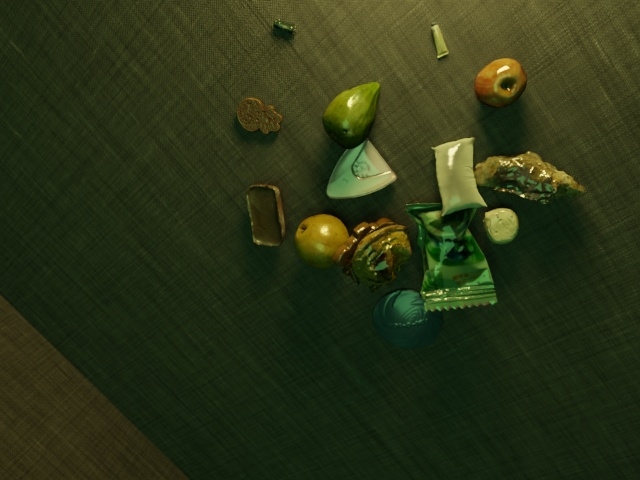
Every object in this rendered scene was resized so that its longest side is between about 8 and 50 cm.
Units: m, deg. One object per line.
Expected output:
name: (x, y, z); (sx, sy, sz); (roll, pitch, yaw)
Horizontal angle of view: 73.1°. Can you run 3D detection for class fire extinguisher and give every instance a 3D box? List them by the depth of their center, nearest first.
fire extinguisher: (-0.113, -0.713, 1.439); (0.083, 0.025, 0.038); (25, 94, 3)

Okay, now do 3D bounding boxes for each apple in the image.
apple: (0.549, -0.478, 1.313); (0.147, 0.131, 0.146); (3, 114, 7)

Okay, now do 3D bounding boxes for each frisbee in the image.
frisbee: (0.354, 0.334, 1.774); (0.290, 0.049, 0.289); (5, 115, 12)

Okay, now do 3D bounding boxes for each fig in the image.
fig: (0.104, -0.424, 1.435); (0.167, 0.167, 0.233); (28, 115, 1)

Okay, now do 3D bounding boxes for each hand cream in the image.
hand cream: (0.369, -0.630, 1.354); (0.035, 0.022, 0.102); (-18, 113, 21)

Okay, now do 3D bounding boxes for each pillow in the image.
pillow: (0.460, -0.213, 1.438); (0.145, 0.078, 0.253); (-7, 78, 9)

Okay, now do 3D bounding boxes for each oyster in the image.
oyster: (0.679, -0.200, 1.414); (0.342, 0.110, 0.166); (28, 112, 15)

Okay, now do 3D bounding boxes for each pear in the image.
pear: (0.000, 0.000, 1.631); (0.209, 0.209, 0.208); (6, 115, 12)

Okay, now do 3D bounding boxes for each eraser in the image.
eraser: (0.122, -0.238, 1.571); (0.243, 0.059, 0.204); (-35, 102, 22)

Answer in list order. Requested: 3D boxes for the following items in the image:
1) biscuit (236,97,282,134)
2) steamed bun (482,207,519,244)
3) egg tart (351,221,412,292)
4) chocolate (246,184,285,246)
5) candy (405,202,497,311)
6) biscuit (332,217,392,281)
biscuit: (-0.225, -0.451, 1.584); (0.175, 0.026, 0.124); (21, 118, 5)
steamed bun: (0.629, -0.055, 1.504); (0.113, 0.091, 0.129); (-17, 108, 12)
egg tart: (0.241, 0.076, 1.575); (0.132, 0.297, 0.296); (43, 126, 39)
chocolate: (-0.201, -0.105, 1.704); (0.161, 0.083, 0.261); (11, 116, 29)
candy: (0.459, 0.050, 1.522); (0.263, 0.172, 0.397); (-10, 86, 17)
biscuit: (0.165, 0.058, 1.627); (0.043, 0.278, 0.301); (38, 150, 42)
